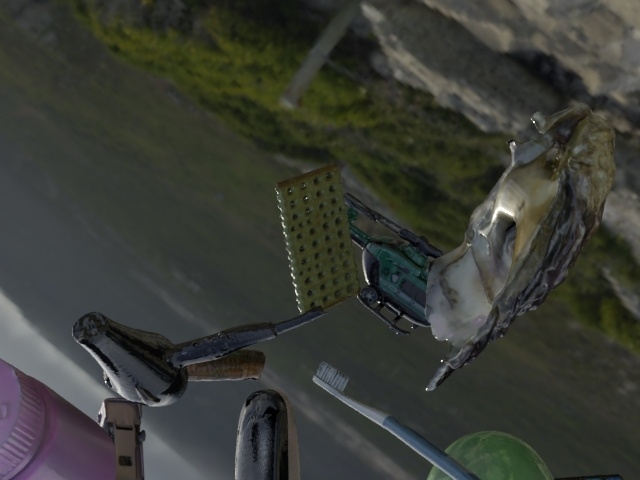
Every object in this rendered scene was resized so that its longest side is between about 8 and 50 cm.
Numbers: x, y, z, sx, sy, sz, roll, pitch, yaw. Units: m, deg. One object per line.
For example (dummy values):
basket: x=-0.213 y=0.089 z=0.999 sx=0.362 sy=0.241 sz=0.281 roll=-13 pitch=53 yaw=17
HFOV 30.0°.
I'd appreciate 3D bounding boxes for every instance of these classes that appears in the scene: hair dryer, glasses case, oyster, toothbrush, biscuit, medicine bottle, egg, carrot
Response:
hair dryer: x=-0.168 y=0.138 z=1.770 sx=0.303 sy=0.360 sz=0.120 roll=63 pitch=-168 yaw=-60
glasses case: x=-0.087 y=0.404 z=1.976 sx=0.075 sy=0.314 sz=0.122 roll=6 pitch=167 yaw=-39
oyster: x=0.196 y=0.017 z=1.229 sx=0.100 sy=0.275 sz=0.271 roll=26 pitch=146 yaw=-27
toothbrush: x=0.077 y=0.173 z=1.090 sx=0.019 sy=0.025 sz=0.276 roll=25 pitch=-178 yaw=-40
biscuit: x=0.000 y=0.000 z=1.915 sx=0.016 sy=0.139 sz=0.231 roll=9 pitch=115 yaw=49
medicine bottle: x=-0.422 y=0.286 z=1.667 sx=0.178 sy=0.178 sz=0.290 roll=35 pitch=169 yaw=31
egg: x=0.260 y=0.421 z=1.825 sx=0.220 sy=0.220 sz=0.269 roll=48 pitch=-149 yaw=-46
carrot: x=-0.231 y=0.224 z=2.186 sx=0.260 sy=0.070 sz=0.070 roll=2 pitch=176 yaw=-7

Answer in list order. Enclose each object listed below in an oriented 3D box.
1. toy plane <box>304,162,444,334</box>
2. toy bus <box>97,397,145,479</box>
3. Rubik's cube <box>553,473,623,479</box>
toy plane: x=0.117 y=0.031 z=2.074 sx=0.382 sy=0.155 sz=0.106 roll=39 pitch=-157 yaw=13
toy bus: x=-0.400 y=0.456 z=2.376 sx=0.090 sy=0.273 sz=0.112 roll=6 pitch=146 yaw=-21
Rubik's cube: x=0.408 y=0.493 z=1.995 sx=0.187 sy=0.182 sz=0.184 roll=-4 pitch=164 yaw=-6
